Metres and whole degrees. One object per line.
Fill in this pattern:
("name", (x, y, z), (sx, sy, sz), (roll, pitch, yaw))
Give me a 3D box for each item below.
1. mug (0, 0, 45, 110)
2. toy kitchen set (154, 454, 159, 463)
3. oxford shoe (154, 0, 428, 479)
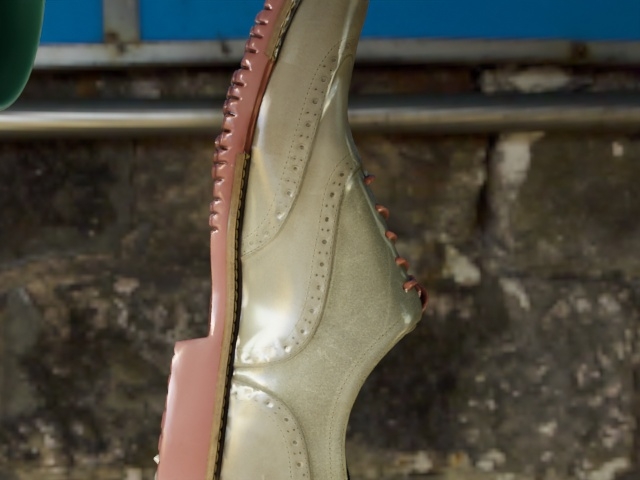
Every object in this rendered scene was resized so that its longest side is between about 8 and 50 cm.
("mug", (-0.191, -0.135, 0.596), (0.097, 0.158, 0.129), (2, -39, 6))
("toy kitchen set", (-0.106, 0.185, 0.950), (0.068, 0.075, 0.083), (-40, -18, -9))
("oxford shoe", (0.000, 0.000, 0.727), (0.130, 0.348, 0.123), (11, 3, 3))
